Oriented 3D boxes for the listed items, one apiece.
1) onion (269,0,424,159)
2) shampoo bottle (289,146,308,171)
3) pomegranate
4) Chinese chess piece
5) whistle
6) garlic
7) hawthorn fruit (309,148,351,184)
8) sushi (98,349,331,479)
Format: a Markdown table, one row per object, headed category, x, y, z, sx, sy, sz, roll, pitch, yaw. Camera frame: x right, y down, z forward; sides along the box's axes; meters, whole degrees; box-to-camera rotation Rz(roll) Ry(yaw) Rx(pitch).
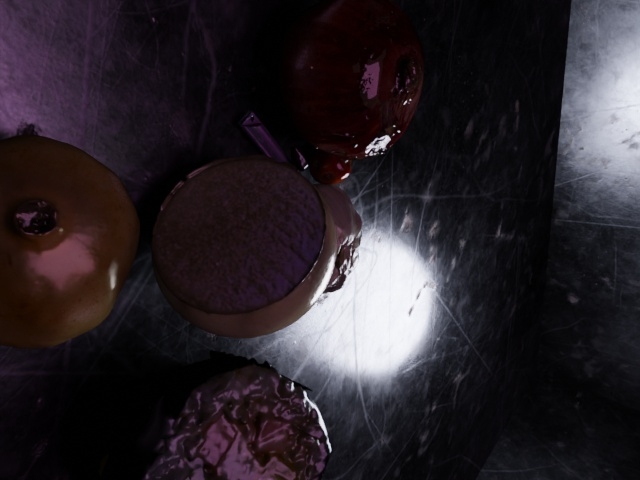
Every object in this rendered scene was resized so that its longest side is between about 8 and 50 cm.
| category | x | y | z | sx | sy | sz | roll | pitch | yaw |
| --- | --- | --- | --- | --- | --- | --- | --- | --- | --- |
| onion | 0.058 | -0.273 | 0.886 | 0.276 | 0.276 | 0.277 | -23 | 121 | -45 |
| shampoo bottle | -0.106 | -0.060 | 0.896 | 0.236 | 0.067 | 0.068 | -50 | 156 | -20 |
| pomegranate | -0.310 | 0.000 | 0.559 | 0.233 | 0.233 | 0.233 | -23 | 121 | -45 |
| Chinese chess piece | -0.110 | 0.007 | 0.763 | 0.270 | 0.269 | 0.112 | -57 | 160 | -20 |
| whistle | -0.087 | -0.161 | 0.923 | 0.033 | 0.033 | 0.176 | -60 | 141 | -16 |
| garlic | -0.001 | 0.004 | 1.001 | 0.227 | 0.152 | 0.228 | -17 | 112 | -47 |
| hawthorn fruit | 0.025 | -0.150 | 1.024 | 0.093 | 0.093 | 0.093 | -23 | 121 | -45 |
| sushi | -0.185 | 0.339 | 0.817 | 0.328 | 0.285 | 0.328 | 36 | 68 | -29 |
